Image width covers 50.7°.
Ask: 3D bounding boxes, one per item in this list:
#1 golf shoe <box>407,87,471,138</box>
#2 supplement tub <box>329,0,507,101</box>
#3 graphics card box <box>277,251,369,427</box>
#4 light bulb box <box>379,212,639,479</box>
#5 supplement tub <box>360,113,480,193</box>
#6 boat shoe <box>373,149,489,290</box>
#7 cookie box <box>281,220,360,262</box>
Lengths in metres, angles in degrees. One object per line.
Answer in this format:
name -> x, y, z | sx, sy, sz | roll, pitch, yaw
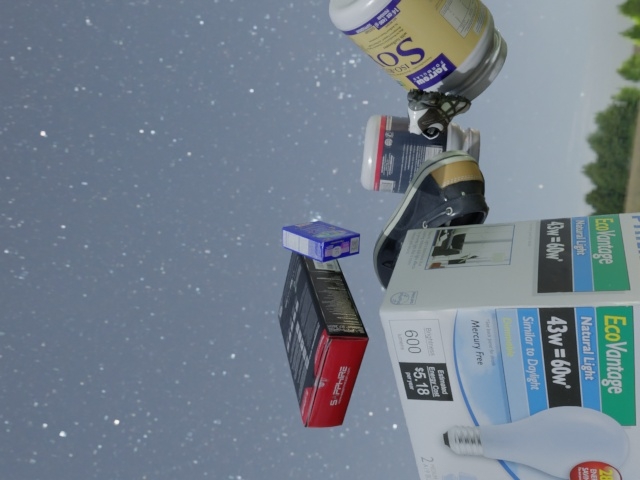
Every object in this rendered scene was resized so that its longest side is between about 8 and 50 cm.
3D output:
golf shoe -> 0.229, -0.250, 1.341 | 0.198, 0.077, 0.093 | -10, -68, -47
supplement tub -> 0.208, -0.450, 1.407 | 0.331, 0.241, 0.240 | 35, -119, -29
graphics card box -> -0.006, 0.185, 1.449 | 0.371, 0.094, 0.232 | -113, 31, -57
light bulb box -> 0.311, 0.171, 0.970 | 0.225, 0.361, 0.357 | -62, -39, -54
supplement tub -> 0.243, -0.206, 1.673 | 0.191, 0.273, 0.191 | 6, -90, -86
boat shoe -> 0.244, 0.009, 1.521 | 0.500, 0.187, 0.155 | 108, 147, -55
cookie box -> 0.000, 0.000, 1.180 | 0.092, 0.107, 0.040 | -12, -67, -41
